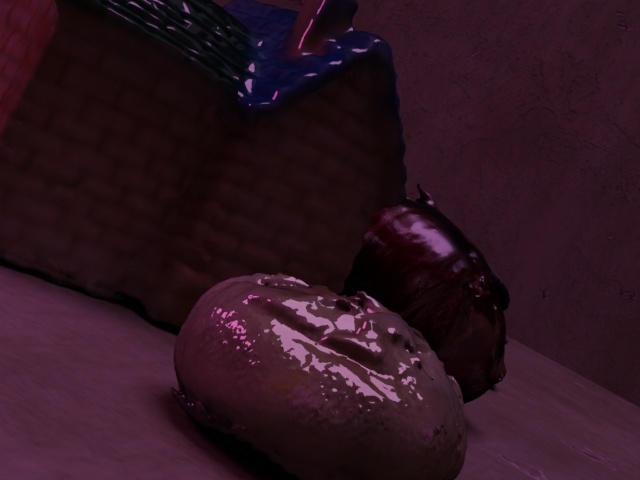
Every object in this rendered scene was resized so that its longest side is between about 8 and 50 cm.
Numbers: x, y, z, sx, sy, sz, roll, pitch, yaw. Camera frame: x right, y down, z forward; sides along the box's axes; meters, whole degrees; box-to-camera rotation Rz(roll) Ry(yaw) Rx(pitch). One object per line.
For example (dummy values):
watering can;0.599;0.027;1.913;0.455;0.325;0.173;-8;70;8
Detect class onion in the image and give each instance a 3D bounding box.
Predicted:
onion;0.112;0.089;1.331;0.314;0.232;0.314;49;-7;8

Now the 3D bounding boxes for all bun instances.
bun;0.011;0.108;0.788;0.239;0.141;0.239;24;2;-1

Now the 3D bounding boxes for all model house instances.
model house;-0.170;-0.147;1.126;0.445;0.400;0.395;24;8;-36

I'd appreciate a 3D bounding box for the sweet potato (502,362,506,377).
sweet potato;0.282;0.220;1.792;0.068;0.068;0.226;29;5;32
